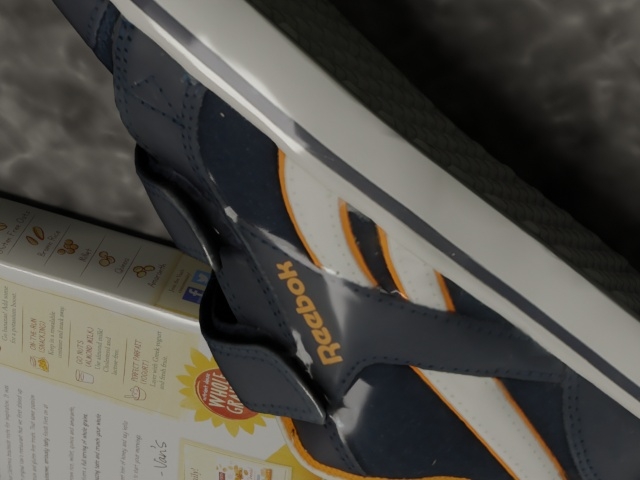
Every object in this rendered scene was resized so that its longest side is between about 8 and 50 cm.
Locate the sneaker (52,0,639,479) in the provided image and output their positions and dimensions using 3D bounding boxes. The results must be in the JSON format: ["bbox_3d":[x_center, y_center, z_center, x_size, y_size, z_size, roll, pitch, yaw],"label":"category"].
[{"bbox_3d":[0.000,0.000,0.492,0.321,0.126,0.127,40,107,-16],"label":"sneaker"}]

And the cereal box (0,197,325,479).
[{"bbox_3d":[-0.107,0.069,0.662,0.240,0.047,0.173,17,133,6],"label":"cereal box"}]
